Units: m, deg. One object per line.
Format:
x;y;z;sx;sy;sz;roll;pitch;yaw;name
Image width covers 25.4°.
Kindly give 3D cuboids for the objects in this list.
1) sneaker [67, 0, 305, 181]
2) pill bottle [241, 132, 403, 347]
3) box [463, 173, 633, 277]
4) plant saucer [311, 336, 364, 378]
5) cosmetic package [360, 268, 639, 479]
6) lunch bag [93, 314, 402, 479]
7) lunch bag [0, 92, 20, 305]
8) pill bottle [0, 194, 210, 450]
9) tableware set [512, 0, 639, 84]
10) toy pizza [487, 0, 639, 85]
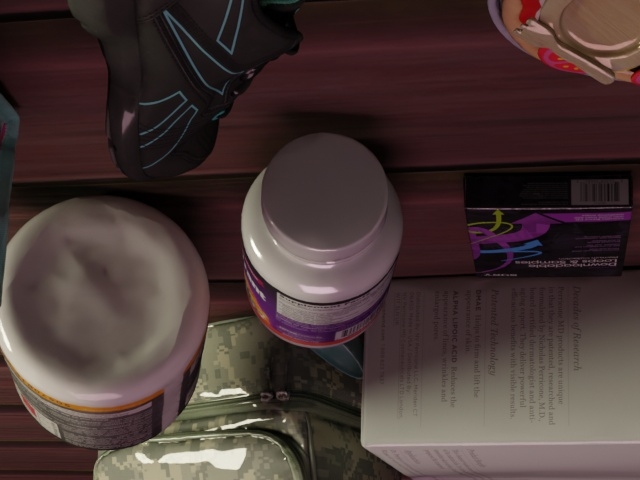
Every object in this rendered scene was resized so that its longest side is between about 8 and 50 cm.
-0.058;-0.098;0.699;0.106;0.101;0.267;1;162;-1;sneaker
0.000;0.000;0.968;0.108;0.108;0.193;3;161;-1;pill bottle
0.168;-0.008;1.046;0.116;0.029;0.162;-1;162;10;box
-0.001;0.075;1.251;0.119;0.021;0.119;40;166;12;plant saucer
0.246;0.126;1.243;0.385;0.156;0.217;-4;161;15;cosmetic package
-0.069;0.223;1.410;0.305;0.256;0.212;-10;158;33;lunch bag
-0.300;-0.054;0.777;0.223;0.160;0.262;3;167;2;lunch bag
-0.174;0.081;1.147;0.162;0.162;0.278;5;161;-6;pill bottle
0.144;-0.131;0.625;0.169;0.020;0.141;-21;134;38;tableware set
0.185;-0.116;0.716;0.201;0.032;0.201;2;161;1;toy pizza
